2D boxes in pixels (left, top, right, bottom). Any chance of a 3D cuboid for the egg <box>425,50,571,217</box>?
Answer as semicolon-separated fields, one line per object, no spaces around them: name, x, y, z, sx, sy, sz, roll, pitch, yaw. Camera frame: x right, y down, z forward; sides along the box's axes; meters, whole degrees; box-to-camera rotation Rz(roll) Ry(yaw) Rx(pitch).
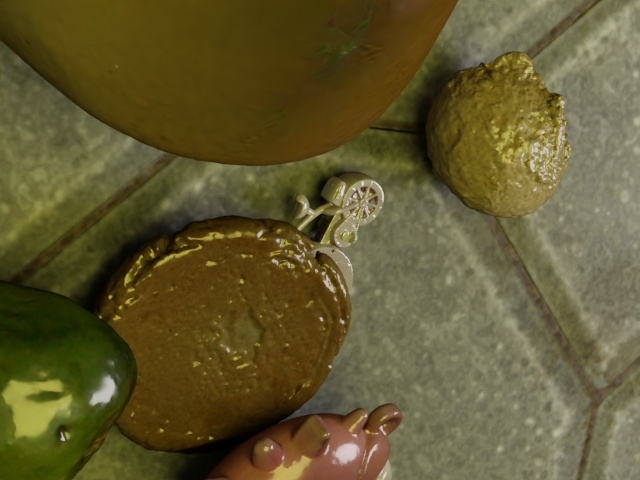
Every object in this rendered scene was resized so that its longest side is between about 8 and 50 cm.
egg;0.145;-0.084;1.458;0.118;0.116;0.140;-17;118;0

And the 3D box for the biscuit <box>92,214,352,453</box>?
biscuit;-0.084;0.074;1.391;0.226;0.042;0.226;-11;122;-18

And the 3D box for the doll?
doll;-0.040;0.219;1.439;0.262;0.093;0.211;-36;148;-7

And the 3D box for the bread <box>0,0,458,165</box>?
bread;-0.027;-0.235;1.163;0.348;0.253;0.376;9;126;-35

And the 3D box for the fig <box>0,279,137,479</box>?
fig;-0.250;0.109;1.260;0.233;0.167;0.167;8;100;-25

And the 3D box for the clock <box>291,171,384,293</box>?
clock;0.000;0.000;1.442;0.087;0.041;0.129;24;96;-36
